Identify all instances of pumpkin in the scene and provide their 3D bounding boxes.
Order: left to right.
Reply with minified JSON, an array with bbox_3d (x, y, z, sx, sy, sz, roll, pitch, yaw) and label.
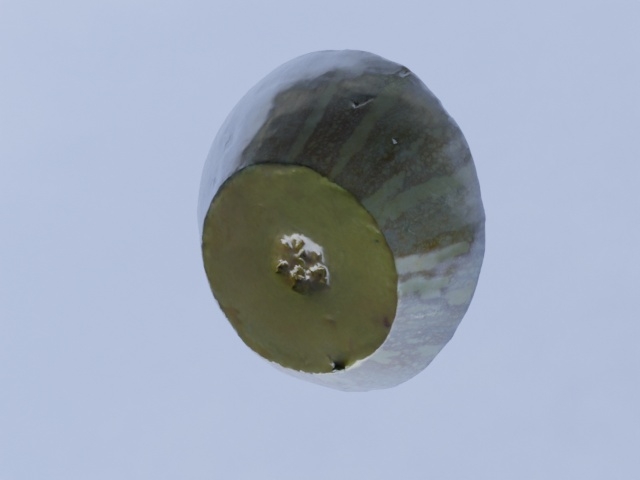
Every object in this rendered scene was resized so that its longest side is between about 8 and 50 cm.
[{"bbox_3d":[-0.011,-0.004,0.850,0.217,0.110,0.217,6,-78,30],"label":"pumpkin"}]
